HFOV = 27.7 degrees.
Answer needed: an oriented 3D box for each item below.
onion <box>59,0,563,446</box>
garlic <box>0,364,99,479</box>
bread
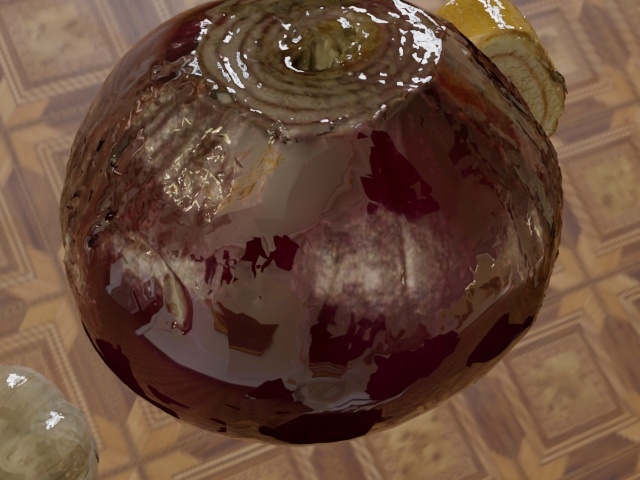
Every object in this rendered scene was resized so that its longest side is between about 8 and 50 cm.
[{"bbox_3d":[0.000,0.000,0.839,0.336,0.282,0.260,8,41,-9],"label":"onion"},{"bbox_3d":[-0.318,0.215,1.282,0.227,0.228,0.152,32,32,-2],"label":"garlic"},{"bbox_3d":[0.124,-0.113,1.005,0.122,0.149,0.073,-36,50,12],"label":"bread"}]
